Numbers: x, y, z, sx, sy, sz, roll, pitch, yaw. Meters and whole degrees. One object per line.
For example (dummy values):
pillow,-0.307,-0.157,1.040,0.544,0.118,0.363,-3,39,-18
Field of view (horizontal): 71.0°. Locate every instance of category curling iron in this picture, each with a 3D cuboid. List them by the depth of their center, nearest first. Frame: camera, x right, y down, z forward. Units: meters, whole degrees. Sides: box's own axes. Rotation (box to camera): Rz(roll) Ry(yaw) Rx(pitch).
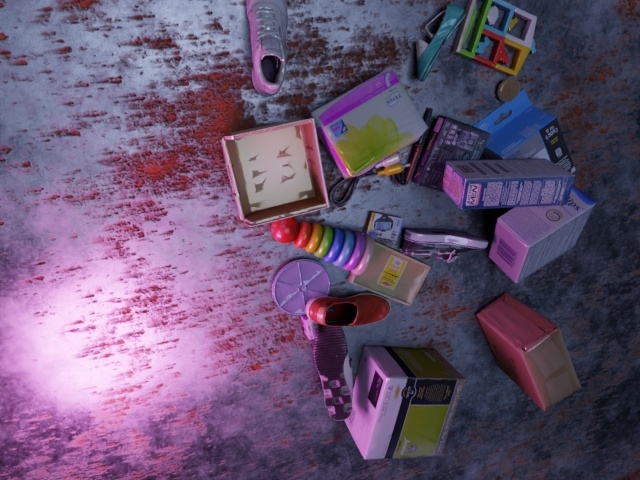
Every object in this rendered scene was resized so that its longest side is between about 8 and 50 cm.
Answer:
curling iron,0.306,-0.304,1.471,0.068,0.035,0.274,22,99,-22

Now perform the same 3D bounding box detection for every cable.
cable,0.140,-0.225,1.424,0.287,0.072,0.139,-33,108,-5

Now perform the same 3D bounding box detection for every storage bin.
storage bin,-0.134,-0.204,1.316,0.260,0.123,0.262,-15,111,-13

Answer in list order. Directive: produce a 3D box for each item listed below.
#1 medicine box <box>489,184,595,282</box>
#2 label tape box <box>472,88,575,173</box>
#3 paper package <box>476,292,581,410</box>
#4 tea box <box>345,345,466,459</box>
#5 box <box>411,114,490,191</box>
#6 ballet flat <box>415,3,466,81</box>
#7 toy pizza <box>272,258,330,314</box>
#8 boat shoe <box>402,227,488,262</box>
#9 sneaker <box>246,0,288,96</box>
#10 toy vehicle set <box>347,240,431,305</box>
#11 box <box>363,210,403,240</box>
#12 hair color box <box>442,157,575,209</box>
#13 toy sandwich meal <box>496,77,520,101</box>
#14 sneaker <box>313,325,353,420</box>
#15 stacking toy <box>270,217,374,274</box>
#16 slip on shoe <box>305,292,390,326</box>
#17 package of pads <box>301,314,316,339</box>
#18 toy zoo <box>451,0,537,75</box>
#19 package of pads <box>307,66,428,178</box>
medicine box,0.769,-0.030,1.581,0.289,0.149,0.263,-31,146,-7
label tape box,0.708,-0.315,1.556,0.241,0.106,0.333,-37,114,-4
paper package,0.776,0.409,1.691,0.168,0.309,0.324,-31,113,-2
tea box,0.302,0.589,1.647,0.324,0.220,0.329,9,104,-19
box,0.432,-0.276,1.492,0.183,0.059,0.232,12,112,-19
ballet flat,0.344,-0.610,1.375,0.087,0.083,0.247,32,95,1
toy pizza,-0.064,0.154,1.499,0.201,0.032,0.201,-6,109,-16
boat shoe,0.435,0.023,1.571,0.306,0.113,0.104,3,107,-16
sneaker,-0.129,-0.545,1.197,0.114,0.152,0.305,-6,107,-13
toy vehicle set,0.244,0.115,1.581,0.267,0.035,0.166,23,98,-22
box,0.221,-0.048,1.528,0.136,0.028,0.081,10,103,-18
hair color box,0.585,-0.183,1.424,0.347,0.174,0.105,-2,118,-6
toy sandwich meal,0.633,-0.510,1.516,0.086,0.029,0.085,-5,118,-10
sneaker,0.052,0.448,1.594,0.123,0.146,0.330,-6,86,10
stacking toy,0.000,0.000,1.431,0.330,0.141,0.141,19,100,-14
slip on shoe,0.111,0.245,1.528,0.331,0.101,0.123,5,100,-32
package of pads,-0.041,0.293,1.539,0.032,0.050,0.083,-19,111,-17
toy zoo,0.581,-0.658,1.450,0.293,0.030,0.192,12,103,-20
package of pads,0.146,-0.342,1.334,0.297,0.101,0.229,-33,95,-9
